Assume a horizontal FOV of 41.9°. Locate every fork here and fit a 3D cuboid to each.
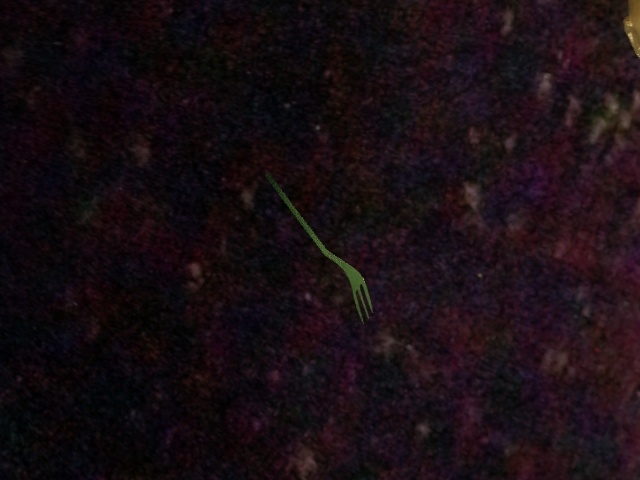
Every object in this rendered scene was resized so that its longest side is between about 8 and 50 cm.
[{"bbox_3d":[0.002,0.000,1.045,0.021,0.235,0.039,-19,155,-37],"label":"fork"}]

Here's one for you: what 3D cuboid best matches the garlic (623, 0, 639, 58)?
[{"bbox_3d":[0.297,-0.139,0.510,0.217,0.228,0.110,-48,158,9],"label":"garlic"}]
